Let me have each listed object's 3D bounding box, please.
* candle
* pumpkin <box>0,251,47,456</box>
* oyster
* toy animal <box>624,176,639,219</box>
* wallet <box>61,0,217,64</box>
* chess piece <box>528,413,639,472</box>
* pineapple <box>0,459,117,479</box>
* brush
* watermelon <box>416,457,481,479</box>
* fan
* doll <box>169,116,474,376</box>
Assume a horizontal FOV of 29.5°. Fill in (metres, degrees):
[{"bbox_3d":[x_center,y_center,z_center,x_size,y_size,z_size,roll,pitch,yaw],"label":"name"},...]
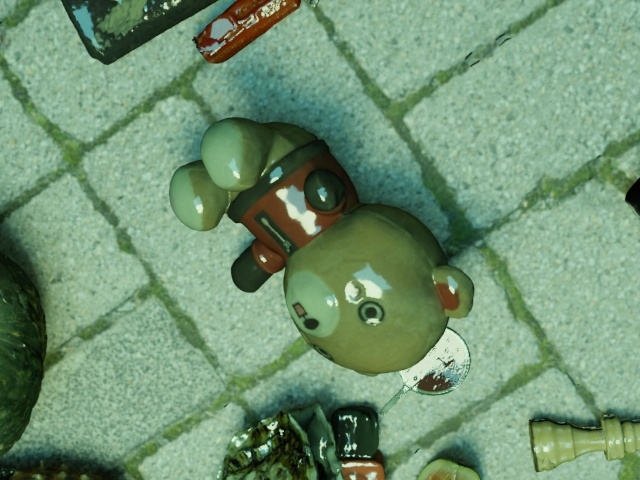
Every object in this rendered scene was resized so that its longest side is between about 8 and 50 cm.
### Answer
[{"bbox_3d":[-0.063,-0.242,1.297,0.162,0.048,0.053,-32,126,12],"label":"candle"},{"bbox_3d":[-0.448,0.104,1.321,0.328,0.257,0.291,38,62,-10],"label":"pumpkin"},{"bbox_3d":[-0.048,0.317,1.364,0.112,0.198,0.267,8,122,-33],"label":"oyster"},{"bbox_3d":[0.439,-0.050,1.209,0.235,0.165,0.187,-42,77,17],"label":"toy animal"},{"bbox_3d":[-0.145,-0.331,1.290,0.321,0.044,0.170,-27,100,13],"label":"wallet"},{"bbox_3d":[0.319,0.219,1.347,0.172,0.060,0.060,-8,102,7],"label":"chess piece"},{"bbox_3d":[-0.366,0.323,1.423,0.279,0.158,0.157,13,104,13],"label":"pineapple"},{"bbox_3d":[0.039,0.348,1.420,0.070,0.051,0.323,1,100,1],"label":"brush"},{"bbox_3d":[0.127,0.307,1.388,0.069,0.087,0.163,29,106,33],"label":"watermelon"},{"bbox_3d":[0.112,0.153,1.385,0.085,0.005,0.133,41,104,-3],"label":"fan"},{"bbox_3d":[0.000,0.000,1.290,0.330,0.174,0.235,47,135,-2],"label":"doll"}]
